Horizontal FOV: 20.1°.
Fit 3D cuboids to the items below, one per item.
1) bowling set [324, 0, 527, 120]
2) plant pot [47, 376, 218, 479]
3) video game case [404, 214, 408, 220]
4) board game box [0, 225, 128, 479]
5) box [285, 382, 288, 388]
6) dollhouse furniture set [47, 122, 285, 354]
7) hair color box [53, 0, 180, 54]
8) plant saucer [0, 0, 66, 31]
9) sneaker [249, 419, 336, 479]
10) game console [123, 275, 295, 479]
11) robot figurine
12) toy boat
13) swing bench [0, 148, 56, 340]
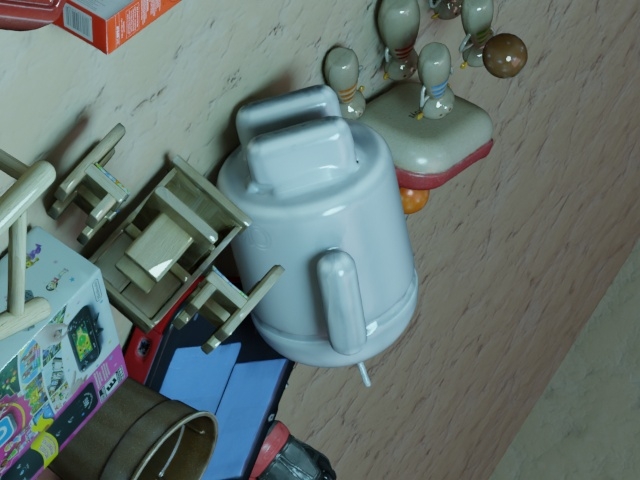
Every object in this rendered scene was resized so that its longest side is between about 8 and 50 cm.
[{"bbox_3d":[0.150,-0.216,2.187,0.287,0.200,0.154,-47,157,-19],"label":"bowling set"},{"bbox_3d":[-0.227,0.217,1.965,0.167,0.165,0.167,-47,155,-30],"label":"plant pot"},{"bbox_3d":[0.034,0.014,2.440,0.248,0.035,0.275,-4,123,-64],"label":"video game case"},{"bbox_3d":[-0.331,0.165,1.767,0.303,0.097,0.224,-47,156,-24],"label":"board game box"},{"bbox_3d":[-0.115,0.230,2.373,0.169,0.054,0.059,-51,157,-16],"label":"box"},{"bbox_3d":[-0.140,-0.015,1.803,0.161,0.212,0.242,-49,-177,-19],"label":"dollhouse furniture set"},{"bbox_3d":[-0.171,-0.230,1.626,0.141,0.072,0.043,-42,152,-35],"label":"hair color box"},{"bbox_3d":[-0.244,-0.281,1.437,0.259,0.048,0.258,-5,123,-63],"label":"plant saucer"},{"bbox_3d":[-0.047,0.327,2.495,0.097,0.135,0.276,-52,173,-13],"label":"sneaker"},{"bbox_3d":[-0.149,0.220,2.197,0.342,0.060,0.386,4,111,-57],"label":"game console"},{"bbox_3d":[0.000,0.000,2.055,0.200,0.300,0.353,-14,125,0],"label":"robot figurine"},{"bbox_3d":[0.121,-0.103,2.307,0.231,0.151,0.151,-33,143,-51],"label":"toy boat"},{"bbox_3d":[-0.364,0.008,1.273,0.255,0.253,0.165,-41,152,-39],"label":"swing bench"}]
